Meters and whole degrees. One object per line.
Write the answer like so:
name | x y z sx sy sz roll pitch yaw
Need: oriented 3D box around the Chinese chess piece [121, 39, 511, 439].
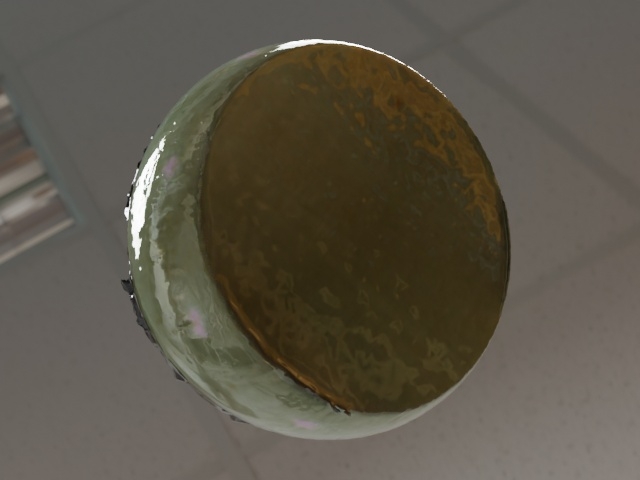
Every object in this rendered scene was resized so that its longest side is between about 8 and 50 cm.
Chinese chess piece | 0.000 0.000 1.345 0.349 0.349 0.146 -49 -164 -32
